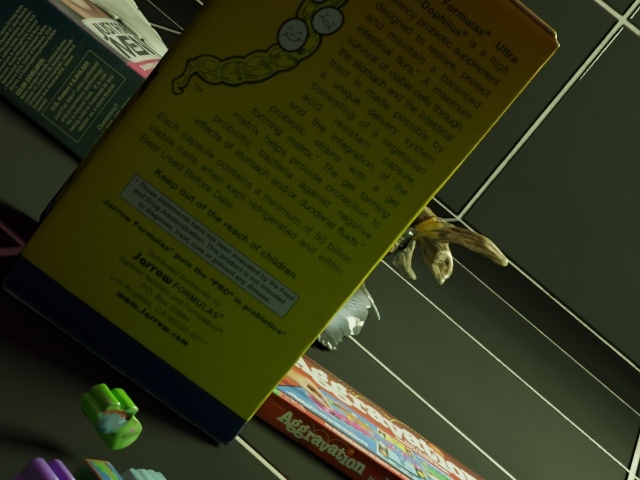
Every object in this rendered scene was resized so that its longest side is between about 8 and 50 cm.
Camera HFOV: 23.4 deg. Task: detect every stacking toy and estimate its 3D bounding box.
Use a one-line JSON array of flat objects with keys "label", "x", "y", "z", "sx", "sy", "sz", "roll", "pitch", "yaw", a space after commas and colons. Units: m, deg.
[{"label": "stacking toy", "x": -0.116, "y": 0.135, "z": 0.763, "sx": 0.167, "sy": 0.052, "sz": 0.221, "roll": 46, "pitch": 10, "yaw": 28}]

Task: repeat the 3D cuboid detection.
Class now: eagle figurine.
[{"label": "eagle figurine", "x": -0.001, "y": -0.011, "z": 1.549, "sx": 0.298, "sy": 0.225, "sz": 0.226, "roll": -14, "pitch": 3, "yaw": -41}]

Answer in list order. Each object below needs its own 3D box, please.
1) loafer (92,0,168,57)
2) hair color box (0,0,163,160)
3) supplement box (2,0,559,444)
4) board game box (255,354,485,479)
[{"label": "loafer", "x": -0.293, "y": -0.280, "z": 1.811, "sx": 0.319, "sy": 0.112, "sz": 0.111, "roll": 48, "pitch": 6, "yaw": 7}, {"label": "hair color box", "x": -0.280, "y": -0.203, "z": 1.496, "sx": 0.347, "sy": 0.105, "sz": 0.174, "roll": 38, "pitch": 10, "yaw": -1}, {"label": "supplement box", "x": -0.032, "y": -0.073, "z": 1.084, "sx": 0.195, "sy": 0.356, "sz": 0.194, "roll": 37, "pitch": 10, "yaw": -10}, {"label": "board game box", "x": 0.055, "y": 0.174, "z": 1.249, "sx": 0.281, "sy": 0.027, "sz": 0.145, "roll": 36, "pitch": 9, "yaw": -17}]
